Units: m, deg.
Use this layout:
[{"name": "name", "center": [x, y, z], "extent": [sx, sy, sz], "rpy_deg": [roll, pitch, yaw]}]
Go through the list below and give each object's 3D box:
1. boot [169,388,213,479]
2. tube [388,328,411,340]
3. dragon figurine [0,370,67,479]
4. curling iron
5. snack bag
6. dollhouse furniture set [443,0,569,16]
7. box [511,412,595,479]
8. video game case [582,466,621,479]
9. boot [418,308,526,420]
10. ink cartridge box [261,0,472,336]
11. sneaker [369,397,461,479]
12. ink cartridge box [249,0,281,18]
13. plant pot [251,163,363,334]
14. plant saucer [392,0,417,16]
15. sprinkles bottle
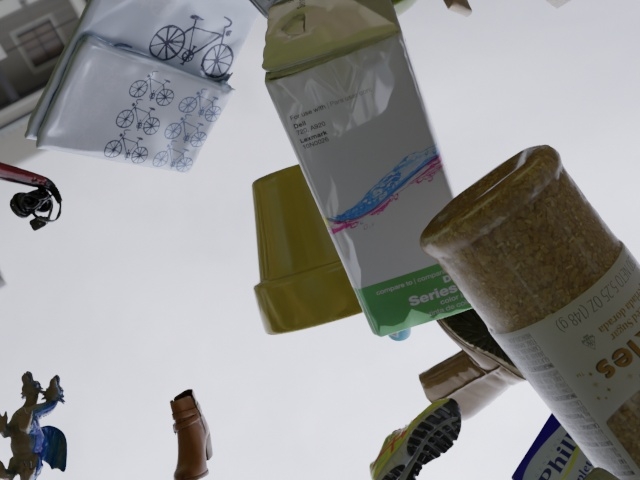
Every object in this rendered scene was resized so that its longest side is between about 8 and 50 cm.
[{"name": "boot", "center": [-0.273, 0.395, 1.610], "extent": [0.073, 0.152, 0.197], "rpy_deg": [-14, -173, 2]}, {"name": "tube", "center": [0.159, 0.128, 1.661], "extent": [0.080, 0.207, 0.052], "rpy_deg": [2, -133, 10]}, {"name": "dragon figurine", "center": [-0.491, 0.362, 1.371], "extent": [0.085, 0.144, 0.289], "rpy_deg": [-11, -105, 10]}, {"name": "curling iron", "center": [-0.379, -0.073, 0.873], "extent": [0.035, 0.274, 0.068], "rpy_deg": [-25, -113, 16]}, {"name": "snack bag", "center": [-0.241, -0.267, 1.210], "extent": [0.037, 0.323, 0.342], "rpy_deg": [40, -72, 30]}, {"name": "dollhouse furniture set", "center": [0.308, -0.530, 1.162], "extent": [0.362, 0.256, 0.394], "rpy_deg": [-28, 167, 30]}, {"name": "box", "center": [0.287, 0.232, 0.809], "extent": [0.126, 0.072, 0.137], "rpy_deg": [-52, -153, -16]}, {"name": "video game case", "center": [0.125, 0.312, 0.541], "extent": [0.036, 0.329, 0.300], "rpy_deg": [36, -98, 35]}, {"name": "boot", "center": [0.243, 0.215, 1.437], "extent": [0.089, 0.236, 0.269], "rpy_deg": [-49, 179, -33]}, {"name": "ink cartridge box", "center": [0.052, -0.085, 0.752], "extent": [0.117, 0.278, 0.201], "rpy_deg": [-18, -149, 9]}, {"name": "sneaker", "center": [0.151, 0.340, 1.354], "extent": [0.208, 0.081, 0.094], "rpy_deg": [-48, -157, 2]}, {"name": "ink cartridge box", "center": [0.040, -0.399, 0.942], "extent": [0.275, 0.060, 0.239], "rpy_deg": [-36, -162, 28]}, {"name": "plant pot", "center": [0.000, 0.000, 1.260], "extent": [0.254, 0.239, 0.254], "rpy_deg": [-17, -179, 0]}, {"name": "plant saucer", "center": [0.084, -0.461, 1.254], "extent": [0.241, 0.241, 0.037], "rpy_deg": [-27, -155, -6]}, {"name": "sprinkles bottle", "center": [0.223, 0.102, 0.589], "extent": [0.121, 0.355, 0.121], "rpy_deg": [-38, -177, 3]}]
